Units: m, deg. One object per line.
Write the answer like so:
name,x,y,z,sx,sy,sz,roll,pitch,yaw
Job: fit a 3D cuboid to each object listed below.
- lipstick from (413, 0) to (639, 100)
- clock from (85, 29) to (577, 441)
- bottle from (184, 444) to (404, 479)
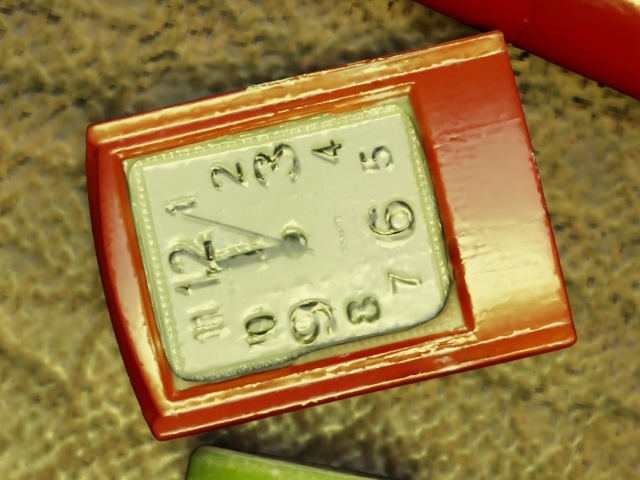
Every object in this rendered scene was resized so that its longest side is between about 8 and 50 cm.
lipstick,0.078,-0.102,0.646,0.280,0.073,0.073,25,83,0
clock,0.000,0.000,0.638,0.155,0.061,0.113,-12,86,-3
bottle,-0.029,0.237,0.597,0.093,0.093,0.330,11,84,-5
